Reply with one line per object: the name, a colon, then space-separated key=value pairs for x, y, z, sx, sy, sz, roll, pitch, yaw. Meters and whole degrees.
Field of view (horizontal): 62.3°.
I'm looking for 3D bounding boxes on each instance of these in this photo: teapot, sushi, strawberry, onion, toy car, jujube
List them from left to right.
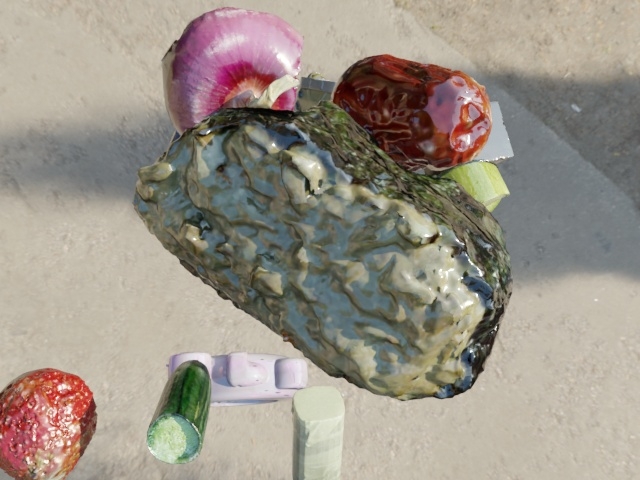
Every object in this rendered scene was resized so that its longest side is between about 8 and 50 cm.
strawberry: x=-0.252 y=0.172 z=0.485 sx=0.106 sy=0.106 sz=0.106 roll=1 pitch=83 yaw=-5
onion: x=-0.123 y=-0.208 z=0.723 sx=0.200 sy=0.207 sz=0.201 roll=7 pitch=58 yaw=-11
teapot: x=-0.001 y=0.330 z=0.798 sx=0.077 sy=0.107 sz=0.200 roll=-6 pitch=118 yaw=-14
sushi: x=0.007 y=0.000 z=0.492 sx=0.350 sy=0.171 sz=0.211 roll=31 pitch=114 yaw=9
toy car: x=0.094 y=-0.429 z=1.785 sx=0.336 sy=0.242 sz=0.226 roll=-2 pitch=109 yaw=-45
jujube: x=0.115 y=-0.169 z=0.716 sx=0.155 sy=0.230 sz=0.155 roll=-15 pitch=116 yaw=-32

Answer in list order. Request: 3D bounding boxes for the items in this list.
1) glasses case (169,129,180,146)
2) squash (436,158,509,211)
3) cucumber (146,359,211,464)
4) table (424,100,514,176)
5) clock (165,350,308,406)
glasses case: x=-0.389 y=-0.281 z=1.452 sx=0.033 sy=0.083 sz=0.023 roll=3 pitch=69 yaw=-28
squash: x=0.384 y=-0.093 z=1.363 sx=0.220 sy=0.220 sz=0.133 roll=-19 pitch=58 yaw=-7
cucumber: x=-0.123 y=0.146 z=0.476 sx=0.048 sy=0.105 sz=0.048 roll=-1 pitch=112 yaw=-3
table: x=0.403 y=-0.280 z=1.520 sx=0.169 sy=0.193 sz=0.172 roll=-13 pitch=85 yaw=-23
clock: x=-0.194 y=0.343 z=1.304 sx=0.322 sy=0.295 sz=0.113 roll=-2 pitch=69 yaw=-3
